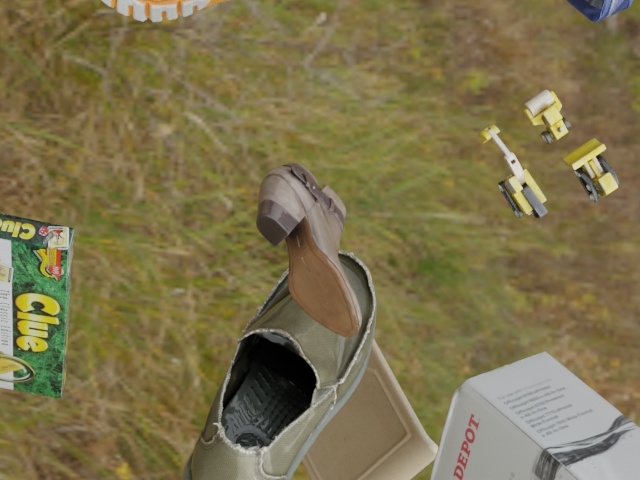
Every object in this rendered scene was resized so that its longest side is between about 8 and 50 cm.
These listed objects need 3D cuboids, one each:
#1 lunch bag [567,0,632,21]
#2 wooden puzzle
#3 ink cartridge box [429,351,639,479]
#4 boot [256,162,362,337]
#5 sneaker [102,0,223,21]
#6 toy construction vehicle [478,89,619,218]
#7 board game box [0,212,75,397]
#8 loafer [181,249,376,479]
[{"bbox_3d":[0.331,-0.319,1.680,0.065,0.098,0.067,-24,145,-28],"label":"lunch bag"},{"bbox_3d":[0.031,0.209,1.713,0.044,0.221,0.238,-16,66,-43],"label":"wooden puzzle"},{"bbox_3d":[0.257,0.292,1.358,0.129,0.307,0.223,-15,131,-35],"label":"ink cartridge box"},{"bbox_3d":[0.000,0.000,0.951,0.118,0.042,0.087,55,29,-12],"label":"boot"},{"bbox_3d":[-0.126,-0.276,1.357,0.215,0.084,0.083,-13,71,-23],"label":"sneaker"},{"bbox_3d":[0.180,-0.062,1.072,0.086,0.035,0.098,-31,97,-5],"label":"toy construction vehicle"},{"bbox_3d":[-0.293,0.059,1.239,0.259,0.136,0.030,106,-9,-54],"label":"board game box"},{"bbox_3d":[-0.017,0.092,1.006,0.087,0.094,0.251,109,5,-50],"label":"loafer"}]
